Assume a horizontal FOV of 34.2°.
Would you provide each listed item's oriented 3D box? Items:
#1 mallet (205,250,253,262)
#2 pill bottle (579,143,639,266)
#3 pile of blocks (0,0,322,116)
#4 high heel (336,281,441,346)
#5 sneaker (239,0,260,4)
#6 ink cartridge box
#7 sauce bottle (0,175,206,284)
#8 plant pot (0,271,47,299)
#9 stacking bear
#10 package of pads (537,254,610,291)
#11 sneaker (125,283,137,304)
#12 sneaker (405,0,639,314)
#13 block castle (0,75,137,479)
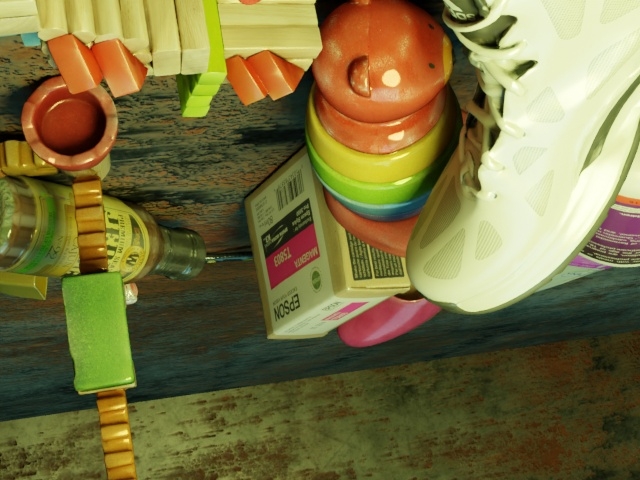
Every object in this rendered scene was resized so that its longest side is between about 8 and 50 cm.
[{"bbox_3d":[-0.084,0.019,1.584,0.190,0.039,0.062,-2,164,-14],"label":"mallet"},{"bbox_3d":[0.312,-0.082,1.047,0.182,0.181,0.323,-12,160,5],"label":"pill bottle"},{"bbox_3d":[-0.149,-0.147,0.788,0.362,0.112,0.149,5,158,-43],"label":"pile of blocks"},{"bbox_3d":[0.132,-0.015,1.242,0.377,0.127,0.181,-50,162,10],"label":"high heel"},{"bbox_3d":[-0.069,-0.201,0.633,0.279,0.118,0.107,-6,164,-15],"label":"sneaker"},{"bbox_3d":[0.000,0.000,1.262,0.088,0.193,0.235,-1,162,-28],"label":"ink cartridge box"},{"bbox_3d":[-0.269,-0.004,1.237,0.111,0.111,0.344,-20,164,31],"label":"sauce bottle"},{"bbox_3d":[-0.396,0.028,1.330,0.083,0.081,0.081,2,164,-5],"label":"plant pot"},{"bbox_3d":[0.062,-0.117,0.967,0.164,0.175,0.289,4,158,10],"label":"stacking bear"},{"bbox_3d":[0.348,0.016,1.724,0.229,0.101,0.297,6,159,-42],"label":"package of pads"},{"bbox_3d":[-0.323,0.074,1.595,0.070,0.051,0.134,-14,168,8],"label":"sneaker"},{"bbox_3d":[0.133,-0.137,0.790,0.258,0.169,0.447,13,125,-31],"label":"sneaker"},{"bbox_3d":[-0.311,0.093,0.929,0.303,0.453,0.213,-7,171,-9],"label":"block castle"}]
